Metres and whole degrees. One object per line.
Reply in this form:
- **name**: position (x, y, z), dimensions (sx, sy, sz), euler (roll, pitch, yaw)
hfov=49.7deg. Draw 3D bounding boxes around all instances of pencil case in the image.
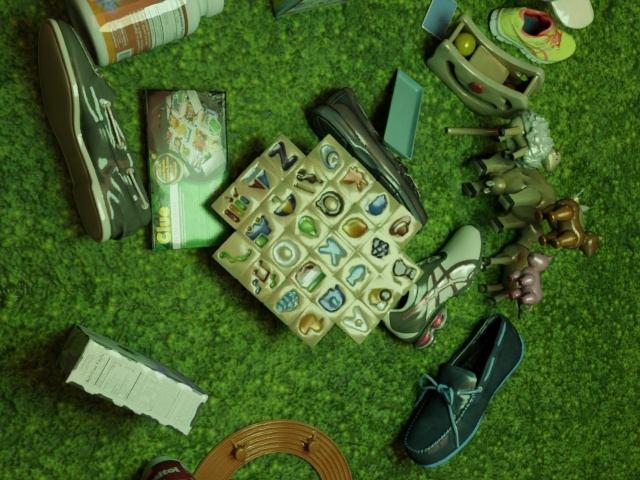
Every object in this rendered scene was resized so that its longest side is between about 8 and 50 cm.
- **pencil case**: position (-0.007, 0.022, 1.209), dimensions (0.105, 0.104, 0.236), euler (22, 84, -25)

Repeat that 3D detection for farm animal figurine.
- **farm animal figurine**: position (0.410, -0.046, 1.337), dimensions (0.172, 0.330, 0.326), euler (-15, 72, -20)

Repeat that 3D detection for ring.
- **ring**: position (-0.086, 0.490, 1.239), dimensions (0.337, 0.032, 0.336), euler (-2, 95, -26)

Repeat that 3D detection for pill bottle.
- **pill bottle**: position (-0.263, -0.356, 1.050), dimensions (0.216, 0.121, 0.121), euler (-29, 105, -21)
- **pill bottle**: position (-0.238, 0.399, 1.095), dimensions (0.086, 0.152, 0.086), euler (-2, 94, -25)

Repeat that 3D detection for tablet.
- **tablet**: position (0.231, -0.436, 1.338), dimensions (0.054, 0.006, 0.083), euler (26, 83, -25)

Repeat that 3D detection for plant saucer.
- **plant saucer**: position (0.149, -0.230, 1.261), dimensions (0.067, 0.018, 0.192), euler (33, 51, -24)

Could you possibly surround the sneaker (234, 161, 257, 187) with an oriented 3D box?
- **sneaker**: position (-0.121, -0.066, 1.168), dimensions (0.085, 0.058, 0.152), euler (36, 74, -28)

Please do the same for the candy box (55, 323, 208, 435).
- **candy box**: position (-0.291, 0.208, 1.050), dimensions (0.196, 0.165, 0.070), euler (32, 78, -23)

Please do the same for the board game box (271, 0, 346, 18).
- **board game box**: position (-0.026, -0.532, 1.136), dimensions (0.144, 0.142, 0.275), euler (-21, 102, -22)

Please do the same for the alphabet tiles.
- **alphabet tiles**: position (0.000, 0.000, 1.156), dimensions (0.342, 0.011, 0.285), euler (44, 80, -9)

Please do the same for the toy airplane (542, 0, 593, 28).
- **toy airplane**: position (0.390, -0.626, 1.252), dimensions (0.386, 0.272, 0.384), euler (17, 85, -23)

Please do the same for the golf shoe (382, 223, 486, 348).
- **golf shoe**: position (0.218, 0.070, 1.316), dimensions (0.120, 0.105, 0.272), euler (35, 78, -16)

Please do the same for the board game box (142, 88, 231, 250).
- **board game box**: position (-0.218, -0.116, 1.139), dimensions (0.136, 0.030, 0.259), euler (-3, 95, -27)

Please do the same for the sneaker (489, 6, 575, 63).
- **sneaker**: position (0.446, -0.414, 1.391), dimensions (0.209, 0.094, 0.081), euler (10, 88, -27)

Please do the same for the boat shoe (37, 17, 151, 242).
- **boat shoe**: position (-0.339, -0.164, 1.044), dimensions (0.096, 0.112, 0.335), euler (-22, 109, -40)

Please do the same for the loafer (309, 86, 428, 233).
- **loafer**: position (0.109, -0.145, 1.250), dimensions (0.302, 0.109, 0.095), euler (48, 70, -17)

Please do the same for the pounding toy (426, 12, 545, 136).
- **pounding toy**: position (0.310, -0.278, 1.304), dimensions (0.269, 0.154, 0.154), euler (39, 77, -22)

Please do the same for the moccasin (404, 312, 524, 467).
- **moccasin**: position (0.263, 0.276, 1.343), dimensions (0.342, 0.138, 0.116), euler (-48, 125, -28)
